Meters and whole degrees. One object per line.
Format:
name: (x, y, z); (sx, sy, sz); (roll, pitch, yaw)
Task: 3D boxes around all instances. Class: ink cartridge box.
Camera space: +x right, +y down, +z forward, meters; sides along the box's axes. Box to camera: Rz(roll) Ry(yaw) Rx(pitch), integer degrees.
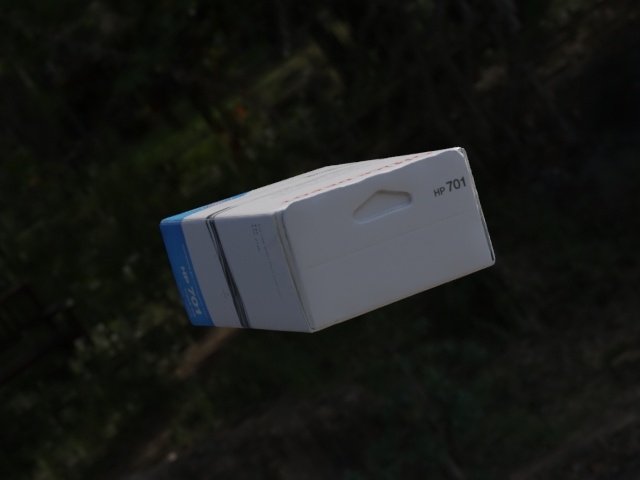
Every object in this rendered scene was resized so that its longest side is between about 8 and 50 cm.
ink cartridge box: (0.000, 0.000, 1.126); (0.139, 0.082, 0.190); (-19, 8, -24)
